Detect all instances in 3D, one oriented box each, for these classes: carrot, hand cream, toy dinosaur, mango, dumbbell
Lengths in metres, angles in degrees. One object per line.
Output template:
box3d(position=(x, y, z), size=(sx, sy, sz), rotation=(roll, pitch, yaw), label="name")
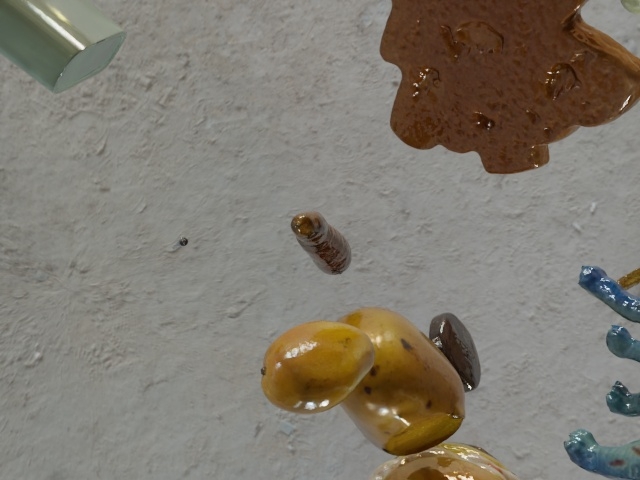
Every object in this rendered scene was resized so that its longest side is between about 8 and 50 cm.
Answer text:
box3d(position=(0.000, 0.000, 0.791), size=(0.059, 0.248, 0.059), rotation=(-3, 76, 12), label="carrot")
box3d(position=(-0.309, 0.005, 1.340), size=(0.030, 0.093, 0.019), rotation=(-35, 99, -21), label="hand cream")
box3d(position=(0.238, 0.100, 0.407), size=(0.076, 0.144, 0.329), rotation=(17, 91, -39), label="toy dinosaur")
box3d(position=(0.001, 0.079, 0.391), size=(0.089, 0.060, 0.046), rotation=(-10, 132, -42), label="mango")
box3d(position=(0.086, 0.179, 0.797), size=(0.160, 0.290, 0.191), rotation=(-35, 61, 5), label="mango")
box3d(position=(0.155, 0.221, 1.060), size=(0.140, 0.225, 0.124), rotation=(47, 33, -32), label="dumbbell")

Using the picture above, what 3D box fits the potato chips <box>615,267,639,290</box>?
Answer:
box3d(position=(0.549, 0.046, 1.012), size=(0.204, 0.037, 0.026), rotation=(-23, 52, -25), label="potato chips")

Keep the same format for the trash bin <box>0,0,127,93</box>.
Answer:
box3d(position=(-0.259, -0.204, 0.545), size=(0.130, 0.059, 0.116), rotation=(39, 30, -11), label="trash bin")

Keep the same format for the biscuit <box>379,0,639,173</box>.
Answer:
box3d(position=(0.154, -0.204, 0.584), size=(0.043, 0.284, 0.306), rotation=(-41, 118, -32), label="biscuit")

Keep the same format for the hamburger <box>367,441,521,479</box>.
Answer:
box3d(position=(0.181, 0.439, 0.884), size=(0.276, 0.237, 0.276), rotation=(-1, 87, 12), label="hamburger")

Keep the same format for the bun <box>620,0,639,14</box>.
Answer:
box3d(position=(0.461, -0.354, 0.838), size=(0.086, 0.055, 0.086), rotation=(0, 114, -1), label="bun")
